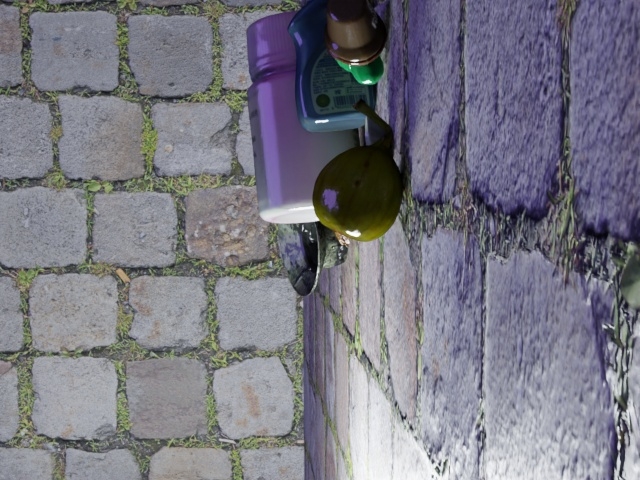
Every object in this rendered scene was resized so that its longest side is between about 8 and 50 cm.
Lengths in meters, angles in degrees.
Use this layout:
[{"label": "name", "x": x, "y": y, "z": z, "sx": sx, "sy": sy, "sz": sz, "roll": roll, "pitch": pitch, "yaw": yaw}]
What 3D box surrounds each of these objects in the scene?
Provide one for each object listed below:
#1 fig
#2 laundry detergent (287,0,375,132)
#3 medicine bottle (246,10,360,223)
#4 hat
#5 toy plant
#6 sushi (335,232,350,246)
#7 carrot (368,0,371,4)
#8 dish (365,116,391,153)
[{"label": "fig", "x": 0.069, "y": -0.090, "z": 1.527, "sx": 0.186, "sy": 0.148, "sz": 0.142, "roll": -52, "pitch": -23, "yaw": -15}, {"label": "laundry detergent", "x": 0.015, "y": -0.350, "z": 1.823, "sx": 0.094, "sy": 0.143, "sz": 0.290, "roll": 117, "pitch": 147, "yaw": -80}, {"label": "medicine bottle", "x": -0.034, "y": -0.238, "z": 1.951, "sx": 0.219, "sy": 0.219, "sz": 0.388, "roll": 128, "pitch": 135, "yaw": -82}, {"label": "hat", "x": 0.000, "y": 0.000, "z": 2.285, "sx": 0.265, "sy": 0.128, "sz": 0.265, "roll": 172, "pitch": 90, "yaw": -72}, {"label": "toy plant", "x": 0.065, "y": -0.335, "z": 1.683, "sx": 0.143, "sy": 0.105, "sz": 0.200, "roll": 65, "pitch": -178, "yaw": 31}, {"label": "sushi", "x": 0.058, "y": -0.037, "z": 2.089, "sx": 0.050, "sy": 0.047, "sz": 0.099, "roll": 148, "pitch": 139, "yaw": -71}, {"label": "carrot", "x": 0.079, "y": -0.385, "z": 1.866, "sx": 0.035, "sy": 0.035, "sz": 0.142, "roll": -98, "pitch": 16, "yaw": -57}, {"label": "dish", "x": 0.097, "y": -0.151, "z": 1.633, "sx": 0.091, "sy": 0.039, "sz": 0.137, "roll": 88, "pitch": 179, "yaw": -54}]
